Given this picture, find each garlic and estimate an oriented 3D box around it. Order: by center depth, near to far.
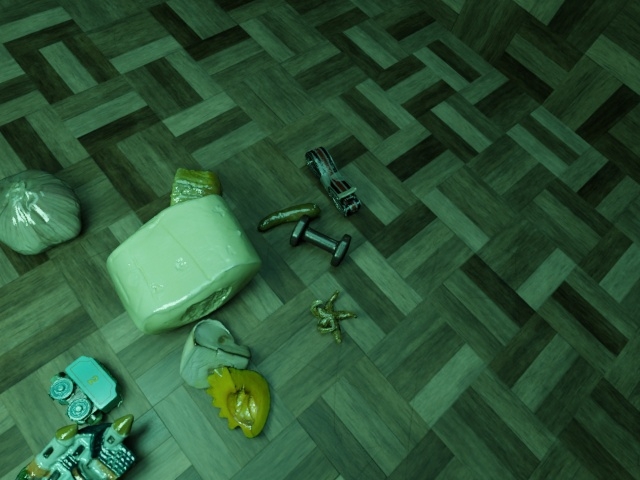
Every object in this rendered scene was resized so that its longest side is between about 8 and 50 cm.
[{"bbox_3d":[-1.012,-0.110,1.485,0.318,0.259,0.317,6,64,-12],"label":"garlic"}]

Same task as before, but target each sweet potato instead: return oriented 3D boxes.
[{"bbox_3d":[-0.129,-0.099,1.725,0.274,0.075,0.075,-15,67,-13],"label":"sweet potato"}]

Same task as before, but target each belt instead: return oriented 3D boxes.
[{"bbox_3d":[0.051,-0.257,1.810,0.094,0.126,0.359,-27,65,-10],"label":"belt"}]

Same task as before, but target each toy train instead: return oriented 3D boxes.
[{"bbox_3d":[-0.731,0.470,1.327,0.203,0.112,0.163,42,60,9],"label":"toy train"}]

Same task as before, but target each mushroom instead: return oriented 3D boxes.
[{"bbox_3d":[-0.376,0.383,1.430,0.236,0.173,0.162,29,17,-35],"label":"mushroom"}]

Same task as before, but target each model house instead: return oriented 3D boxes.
[{"bbox_3d":[-0.644,0.612,1.190,0.253,0.184,0.291,35,82,10],"label":"model house"}]

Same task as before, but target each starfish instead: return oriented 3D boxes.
[{"bbox_3d":[0.054,0.285,1.561,0.147,0.074,0.189,-18,68,-15],"label":"starfish"}]

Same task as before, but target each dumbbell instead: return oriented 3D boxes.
[{"bbox_3d":[0.000,0.000,1.658,0.226,0.124,0.140,25,89,4],"label":"dumbbell"}]

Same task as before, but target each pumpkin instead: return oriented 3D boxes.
[{"bbox_3d":[-0.267,0.503,1.398,0.149,0.131,0.253,-30,99,-57],"label":"pumpkin"}]

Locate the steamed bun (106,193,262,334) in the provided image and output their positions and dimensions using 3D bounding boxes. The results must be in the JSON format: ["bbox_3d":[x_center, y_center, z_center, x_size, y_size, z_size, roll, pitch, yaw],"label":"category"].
[{"bbox_3d":[-0.460,0.086,1.461,0.456,0.290,0.371,-31,69,-13],"label":"steamed bun"}]

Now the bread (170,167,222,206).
[{"bbox_3d":[-0.478,-0.162,1.653,0.205,0.163,0.261,6,77,-18],"label":"bread"}]
